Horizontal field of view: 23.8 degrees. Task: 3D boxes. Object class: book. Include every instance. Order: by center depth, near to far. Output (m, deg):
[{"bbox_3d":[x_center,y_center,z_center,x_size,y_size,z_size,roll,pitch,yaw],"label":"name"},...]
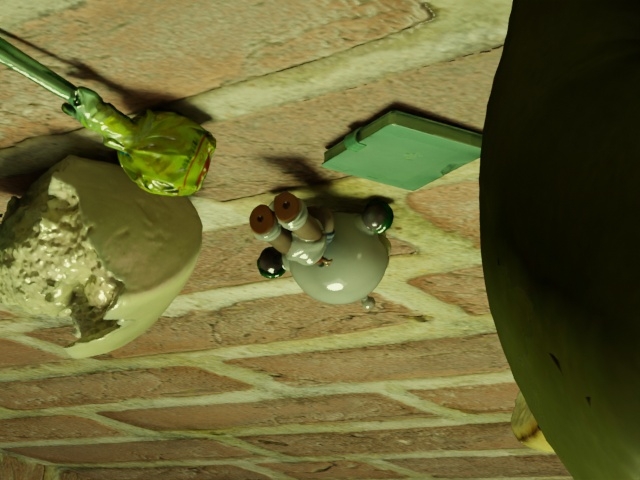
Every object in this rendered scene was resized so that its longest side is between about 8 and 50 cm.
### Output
[{"bbox_3d":[0.070,-0.076,1.299,0.103,0.017,0.135,14,162,-23],"label":"book"}]

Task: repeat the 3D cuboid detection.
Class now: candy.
[{"bbox_3d":[-0.196,-0.113,1.253,0.262,0.073,0.077,31,174,-36],"label":"candy"}]

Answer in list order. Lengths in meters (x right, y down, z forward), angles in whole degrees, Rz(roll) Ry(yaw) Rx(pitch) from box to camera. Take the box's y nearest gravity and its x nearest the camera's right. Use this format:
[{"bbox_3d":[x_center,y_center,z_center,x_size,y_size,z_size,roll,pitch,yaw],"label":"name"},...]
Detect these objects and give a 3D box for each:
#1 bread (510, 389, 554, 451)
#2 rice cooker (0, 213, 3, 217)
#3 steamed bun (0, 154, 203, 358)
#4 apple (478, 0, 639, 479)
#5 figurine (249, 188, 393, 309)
[{"bbox_3d":[0.258,0.096,1.470,0.224,0.183,0.211,-5,156,28],"label":"bread"},{"bbox_3d":[-0.419,0.015,1.424,0.226,0.244,0.226,4,170,1],"label":"rice cooker"},{"bbox_3d":[-0.225,0.020,1.477,0.200,0.170,0.225,15,160,-13],"label":"steamed bun"},{"bbox_3d":[0.297,-0.013,0.735,0.474,0.473,0.473,8,162,3],"label":"apple"},{"bbox_3d":[0.000,-0.001,1.451,0.147,0.093,0.197,-23,142,18],"label":"figurine"}]
